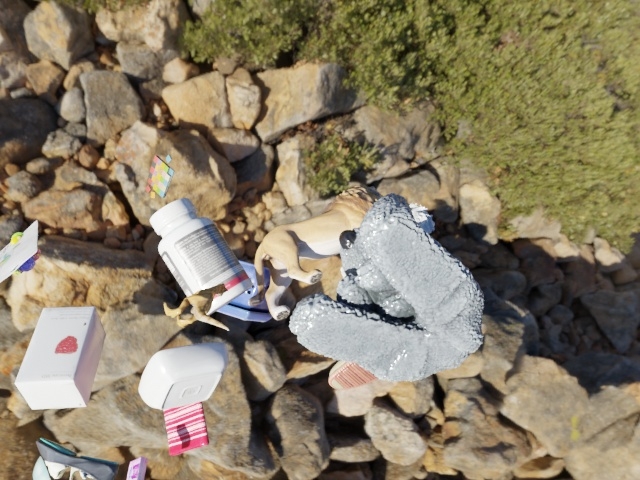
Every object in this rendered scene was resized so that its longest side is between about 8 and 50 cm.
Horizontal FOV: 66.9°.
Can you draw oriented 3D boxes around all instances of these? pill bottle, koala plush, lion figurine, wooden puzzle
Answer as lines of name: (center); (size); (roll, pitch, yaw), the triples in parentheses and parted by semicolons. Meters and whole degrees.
pill bottle: (-0.349, 0.044, 1.388); (0.176, 0.176, 0.318); (-32, 88, -26)
koala plush: (0.087, 0.047, 0.616); (0.203, 0.221, 0.196); (32, 105, -14)
lion figurine: (0.000, 0.000, 1.011); (0.392, 0.142, 0.240); (-13, 48, -24)
wooden puzzle: (-0.254, -0.100, 0.765); (0.049, 0.083, 0.006); (40, 26, 27)

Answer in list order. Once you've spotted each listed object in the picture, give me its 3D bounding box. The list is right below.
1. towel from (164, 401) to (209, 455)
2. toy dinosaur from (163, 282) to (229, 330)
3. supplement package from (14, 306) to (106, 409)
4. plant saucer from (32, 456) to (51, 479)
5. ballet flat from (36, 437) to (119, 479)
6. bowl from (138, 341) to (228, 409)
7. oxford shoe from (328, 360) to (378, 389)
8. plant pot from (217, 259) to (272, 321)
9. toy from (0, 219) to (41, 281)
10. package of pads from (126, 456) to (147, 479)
towel: (-0.465, 0.564, 1.622); (0.031, 0.199, 0.274); (7, 61, -54)
toy dinosaur: (-0.212, 0.114, 0.850); (0.112, 0.211, 0.064); (-27, 105, 3)
supplement package: (-0.859, 0.389, 1.627); (0.178, 0.175, 0.293); (-1, 44, -8)
plant saucer: (-0.879, 0.788, 1.540); (0.037, 0.195, 0.195); (-17, 74, -39)
ballet flat: (-0.566, 0.514, 1.104); (0.203, 0.074, 0.074); (18, 64, 1)
bowl: (-0.233, 0.241, 0.846); (0.142, 0.142, 0.053); (0, 44, -38)
oxford shoe: (0.186, 0.355, 1.641); (0.397, 0.146, 0.140); (-36, 125, 3)
plant pot: (-0.291, 0.194, 1.888); (0.236, 0.236, 0.212); (13, 84, 24)
toy: (-0.770, 0.042, 1.253); (0.137, 0.237, 0.056); (-43, 128, -7)
package of pads: (-0.551, 0.697, 1.452); (0.032, 0.050, 0.083); (49, 19, -35)
